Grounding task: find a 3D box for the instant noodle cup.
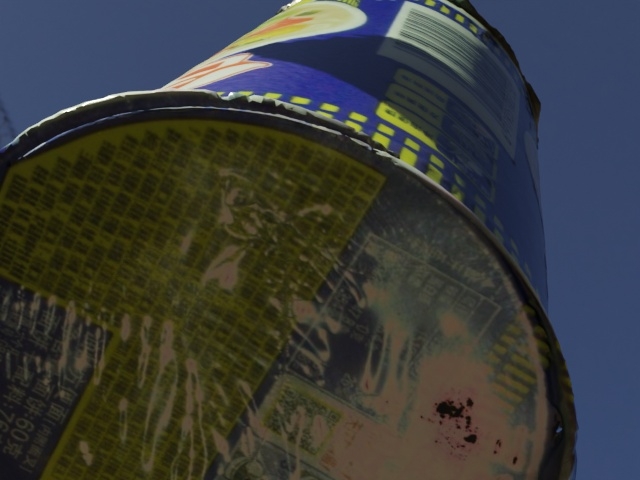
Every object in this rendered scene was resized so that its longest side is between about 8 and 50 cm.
[{"bbox_3d":[0.000,0.000,0.650,0.284,0.312,0.284,7,-61,12],"label":"instant noodle cup"}]
